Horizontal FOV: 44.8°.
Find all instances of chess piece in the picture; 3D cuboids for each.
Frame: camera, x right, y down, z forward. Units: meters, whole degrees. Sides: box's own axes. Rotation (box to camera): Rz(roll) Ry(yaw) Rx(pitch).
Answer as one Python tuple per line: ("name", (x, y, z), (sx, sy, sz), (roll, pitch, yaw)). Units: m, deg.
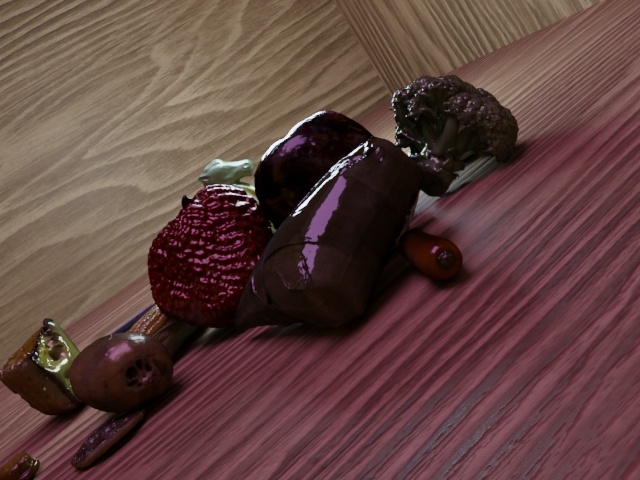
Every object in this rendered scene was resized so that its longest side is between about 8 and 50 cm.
("chess piece", (-0.250, -0.139, 2.488), (0.176, 0.298, 0.176), (-34, 10, 7))

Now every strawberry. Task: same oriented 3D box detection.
("strawberry", (-0.223, 0.061, 1.704), (0.312, 0.267, 0.351), (-41, 43, 5))

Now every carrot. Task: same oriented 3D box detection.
("carrot", (0.172, 0.021, 1.216), (0.067, 0.067, 0.225), (-33, 9, -1))

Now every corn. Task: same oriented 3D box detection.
("corn", (-0.346, 0.202, 1.786), (0.305, 0.122, 0.123), (-48, -25, -61))

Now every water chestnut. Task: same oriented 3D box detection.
("water chestnut", (0.006, -0.095, 1.673), (0.335, 0.335, 0.346), (-16, 50, 57))

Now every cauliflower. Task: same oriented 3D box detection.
("cauliflower", (0.262, -0.219, 1.653), (0.275, 0.272, 0.250), (125, 170, -82))

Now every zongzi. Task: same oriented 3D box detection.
("zongzi", (0.000, 0.000, 1.403), (0.356, 0.174, 0.393), (-59, 15, -25))

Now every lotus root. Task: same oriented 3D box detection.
("lotus root", (-0.409, 0.259, 1.546), (0.169, 0.151, 0.343), (-20, 4, -34))

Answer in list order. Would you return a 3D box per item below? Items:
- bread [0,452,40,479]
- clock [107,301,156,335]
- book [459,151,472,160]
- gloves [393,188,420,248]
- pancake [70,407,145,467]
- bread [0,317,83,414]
("bread", (-0.595, 0.455, 1.527), (0.083, 0.046, 0.081), (-29, 17, 11))
("clock", (-0.463, 0.244, 1.974), (0.253, 0.083, 0.186), (-37, 12, -18))
("book", (0.260, -0.188, 1.957), (0.352, 0.035, 0.239), (-28, 10, 27))
("gloves", (0.128, -0.037, 1.494), (0.212, 0.111, 0.127), (-38, -7, -13))
("pancake", (-0.387, 0.359, 1.416), (0.158, 0.028, 0.158), (-33, 8, 6))
("bread", (-0.649, 0.328, 1.866), (0.162, 0.204, 0.262), (-43, 14, 6))
